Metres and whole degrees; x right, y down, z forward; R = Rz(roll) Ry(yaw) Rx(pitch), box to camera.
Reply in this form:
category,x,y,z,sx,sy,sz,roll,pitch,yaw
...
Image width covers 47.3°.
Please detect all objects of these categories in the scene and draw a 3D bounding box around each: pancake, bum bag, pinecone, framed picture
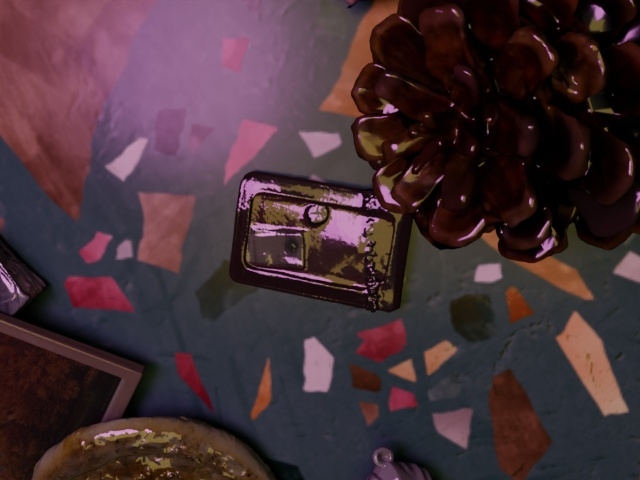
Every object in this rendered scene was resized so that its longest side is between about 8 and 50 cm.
category,x,y,z,sx,sy,sz,roll,pitch,yaw
pancake,-0.157,0.268,0.694,0.254,0.037,0.253,0,111,-1
bum bag,0.000,0.000,0.650,0.160,0.026,0.109,11,102,8
pinecone,0.140,-0.086,0.492,0.246,0.292,0.246,15,117,33
framed picture,-0.296,0.186,0.685,0.184,0.016,0.250,25,107,-13

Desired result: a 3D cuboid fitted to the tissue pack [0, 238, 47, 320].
category,x,y,z,sx,sy,sz,roll,pitch,yaw
tissue pack,-0.348,0.054,0.674,0.156,0.051,0.112,-41,98,11

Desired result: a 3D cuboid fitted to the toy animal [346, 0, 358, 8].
category,x,y,z,sx,sy,sz,roll,pitch,yaw
toy animal,0.057,-0.228,0.571,0.150,0.083,0.089,3,89,-7

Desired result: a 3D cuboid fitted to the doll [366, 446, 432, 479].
category,x,y,z,sx,sy,sz,roll,pitch,yaw
doll,0.076,0.270,0.674,0.094,0.079,0.180,-18,108,-20
